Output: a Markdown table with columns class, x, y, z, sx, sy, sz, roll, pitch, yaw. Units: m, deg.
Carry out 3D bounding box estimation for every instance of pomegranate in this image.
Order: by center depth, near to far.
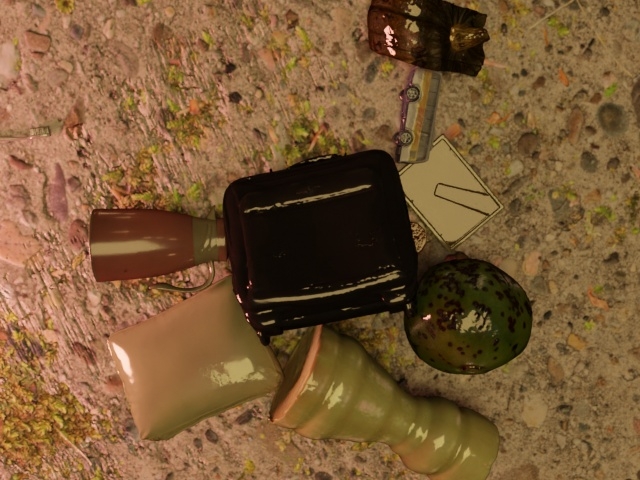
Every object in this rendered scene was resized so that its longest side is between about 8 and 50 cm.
| class | x | y | z | sx | sy | sz | roll | pitch | yaw |
| --- | --- | --- | --- | --- | --- | --- | --- | --- | --- |
| pomegranate | 0.291 | 0.141 | 1.380 | 0.254 | 0.271 | 0.254 | 2 | 137 | 2 |

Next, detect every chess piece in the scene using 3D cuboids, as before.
| class | x | y | z | sx | sy | sz | roll | pitch | yaw |
| --- | --- | --- | --- | --- | --- | --- | --- | --- | --- |
| chess piece | 0.136 | 0.356 | 1.427 | 0.442 | 0.234 | 0.234 | 27 | 99 | -11 |

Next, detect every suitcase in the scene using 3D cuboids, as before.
| class | x | y | z | sx | sy | sz | roll | pitch | yaw |
| --- | --- | --- | --- | --- | --- | --- | --- | --- | --- |
| suitcase | 0.000 | 0.000 | 1.317 | 0.345 | 0.188 | 0.339 | -12 | 63 | 4 |

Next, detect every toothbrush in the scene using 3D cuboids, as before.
| class | x | y | z | sx | sy | sz | roll | pitch | yaw |
| --- | --- | --- | --- | --- | --- | --- | --- | --- | --- |
| toothbrush | -0.671 | -0.200 | 1.398 | 0.257 | 0.018 | 0.024 | -9 | 98 | 1 |

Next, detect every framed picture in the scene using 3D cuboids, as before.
| class | x | y | z | sx | sy | sz | roll | pitch | yaw |
| --- | --- | --- | --- | --- | --- | --- | --- | --- | --- |
| framed picture | 0.260 | -0.096 | 1.435 | 0.150 | 0.015 | 0.203 | -41 | 98 | 6 |

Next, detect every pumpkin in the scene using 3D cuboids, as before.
| class | x | y | z | sx | sy | sz | roll | pitch | yaw |
| --- | --- | --- | --- | --- | --- | --- | --- | --- | --- |
| pumpkin | 0.210 | -0.392 | 1.321 | 0.248 | 0.126 | 0.131 | 8 | 103 | -3 |

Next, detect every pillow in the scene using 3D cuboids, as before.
| class | x | y | z | sx | sy | sz | roll | pitch | yaw |
| --- | --- | --- | --- | --- | --- | --- | --- | --- | --- |
| pillow | -0.257 | 0.243 | 1.418 | 0.322 | 0.120 | 0.255 | -25 | 78 | 8 |

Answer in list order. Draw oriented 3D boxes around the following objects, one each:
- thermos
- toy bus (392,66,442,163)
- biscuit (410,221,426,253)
| class | x | y | z | sx | sy | sz | roll | pitch | yaw |
| --- | --- | --- | --- | --- | --- | --- | --- | --- | --- |
| thermos | -0.313 | 0.018 | 1.387 | 0.265 | 0.146 | 0.176 | -1 | 90 | -8 |
| toy bus | 0.191 | -0.245 | 1.378 | 0.075 | 0.064 | 0.191 | 6 | 96 | -8 |
| biscuit | 0.125 | 0.025 | 1.447 | 0.205 | 0.031 | 0.138 | -26 | 101 | 4 |
